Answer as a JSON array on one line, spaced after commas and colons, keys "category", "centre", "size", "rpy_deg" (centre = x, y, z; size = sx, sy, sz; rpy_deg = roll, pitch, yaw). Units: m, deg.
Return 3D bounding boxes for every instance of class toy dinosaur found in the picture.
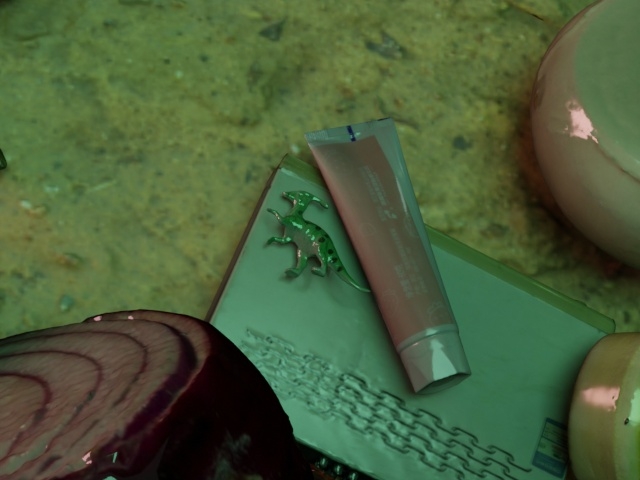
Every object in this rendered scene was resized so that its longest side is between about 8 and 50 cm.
[{"category": "toy dinosaur", "centre": [0.000, 0.000, 1.131], "size": [0.083, 0.021, 0.062], "rpy_deg": [23, 54, -8]}]

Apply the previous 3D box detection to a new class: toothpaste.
[{"category": "toothpaste", "centre": [0.049, 0.007, 1.136], "size": [0.067, 0.043, 0.194], "rpy_deg": [-12, 71, -20]}]

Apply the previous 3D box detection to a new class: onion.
[{"category": "onion", "centre": [-0.157, 0.202, 0.940], "size": [0.337, 0.282, 0.260], "rpy_deg": [-23, 112, -4]}]

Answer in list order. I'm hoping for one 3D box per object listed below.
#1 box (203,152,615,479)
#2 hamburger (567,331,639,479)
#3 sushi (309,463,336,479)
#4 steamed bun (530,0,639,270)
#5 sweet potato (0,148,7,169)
[{"category": "box", "centre": [0.053, 0.084, 1.156], "size": [0.270, 0.045, 0.211], "rpy_deg": [25, 68, -8]}, {"category": "hamburger", "centre": [0.227, 0.127, 1.155], "size": [0.081, 0.141, 0.126], "rpy_deg": [9, 56, 31]}, {"category": "sushi", "centre": [0.064, 0.291, 1.053], "size": [0.130, 0.124, 0.332], "rpy_deg": [-42, 87, -14]}, {"category": "steamed bun", "centre": [0.260, -0.068, 1.209], "size": [0.232, 0.145, 0.232], "rpy_deg": [3, 54, -4]}, {"category": "sweet potato", "centre": [-0.264, -0.102, 1.122], "size": [0.153, 0.038, 0.041], "rpy_deg": [38, 44, -1]}]
